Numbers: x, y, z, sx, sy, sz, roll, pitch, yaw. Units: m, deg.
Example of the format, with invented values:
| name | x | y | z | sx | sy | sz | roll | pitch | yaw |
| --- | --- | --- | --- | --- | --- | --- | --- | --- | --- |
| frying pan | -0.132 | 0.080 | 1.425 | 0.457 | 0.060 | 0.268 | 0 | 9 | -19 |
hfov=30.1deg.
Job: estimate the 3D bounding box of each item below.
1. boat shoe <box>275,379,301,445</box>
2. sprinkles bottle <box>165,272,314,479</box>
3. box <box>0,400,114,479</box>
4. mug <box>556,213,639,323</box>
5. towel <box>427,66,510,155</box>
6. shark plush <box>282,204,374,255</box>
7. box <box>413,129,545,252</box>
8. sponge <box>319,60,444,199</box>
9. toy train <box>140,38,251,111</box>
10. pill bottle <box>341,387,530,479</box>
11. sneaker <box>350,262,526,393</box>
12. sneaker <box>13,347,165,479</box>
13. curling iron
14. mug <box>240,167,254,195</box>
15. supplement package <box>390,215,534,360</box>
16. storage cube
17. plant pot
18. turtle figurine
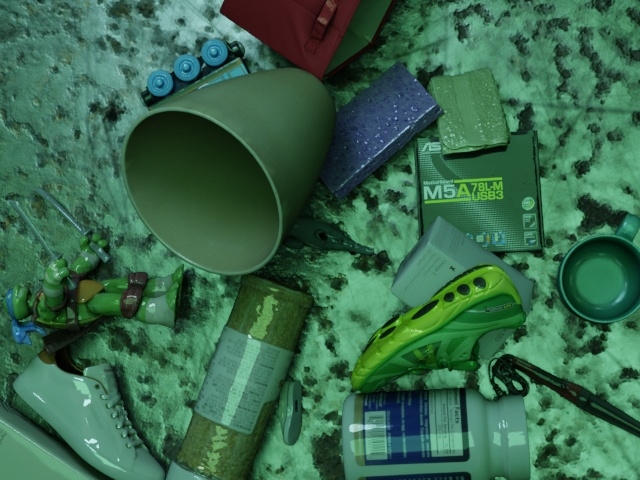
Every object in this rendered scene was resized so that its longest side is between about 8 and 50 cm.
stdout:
| name | x | y | z | sx | sy | sz | roll | pitch | yaw |
| --- | --- | --- | --- | --- | --- | --- | --- | --- | --- |
| boat shoe | -0.052 | 0.265 | 1.831 | 0.035 | 0.035 | 0.100 | 1 | 89 | 34 |
| sprinkles bottle | -0.122 | 0.231 | 1.795 | 0.121 | 0.121 | 0.356 | 20 | 88 | 8 |
| box | -0.444 | 0.357 | 1.838 | 0.275 | 0.094 | 0.113 | 33 | 90 | 8 |
| mug | 0.426 | 0.052 | 1.754 | 0.157 | 0.097 | 0.129 | -30 | 82 | 3 |
| towel | 0.225 | -0.198 | 1.808 | 0.110 | 0.027 | 0.148 | -10 | 59 | 3 |
| shark plush | 0.000 | 0.000 | 1.826 | 0.161 | 0.067 | 0.073 | 32 | 89 | 9 |
| box | 0.241 | -0.070 | 1.814 | 0.190 | 0.045 | 0.184 | -3 | 87 | 7 |
| sponge | 0.075 | -0.171 | 1.824 | 0.210 | 0.031 | 0.117 | -40 | 55 | 5 |
| toy train | -0.190 | -0.240 | 1.866 | 0.184 | 0.080 | 0.105 | -29 | 88 | 4 |
| pill bottle | 0.169 | 0.294 | 1.738 | 0.264 | 0.153 | 0.153 | -3 | 85 | 7 |
| sneaker | 0.161 | 0.150 | 1.674 | 0.295 | 0.109 | 0.123 | -35 | 101 | 29 |
| sneaker | -0.335 | 0.265 | 1.826 | 0.290 | 0.106 | 0.123 | 39 | 93 | 10 |
| curling iron | 0.377 | 0.243 | 1.776 | 0.274 | 0.035 | 0.068 | 21 | 92 | 9 |
| mug | -0.175 | -0.076 | 1.851 | 0.169 | 0.150 | 0.113 | 5 | 122 | 12 |
| supplement package | 0.209 | 0.069 | 1.744 | 0.179 | 0.105 | 0.105 | 35 | 117 | -3 |
| storage cube | -0.001 | -0.384 | 1.767 | 0.193 | 0.215 | 0.184 | 35 | 128 | 8 |
| plant pot | -0.095 | -0.129 | 1.675 | 0.256 | 0.274 | 0.257 | 18 | 129 | 23 |
| turtle figurine | -0.341 | 0.035 | 1.796 | 0.266 | 0.198 | 0.275 | 6 | 74 | -4 |
